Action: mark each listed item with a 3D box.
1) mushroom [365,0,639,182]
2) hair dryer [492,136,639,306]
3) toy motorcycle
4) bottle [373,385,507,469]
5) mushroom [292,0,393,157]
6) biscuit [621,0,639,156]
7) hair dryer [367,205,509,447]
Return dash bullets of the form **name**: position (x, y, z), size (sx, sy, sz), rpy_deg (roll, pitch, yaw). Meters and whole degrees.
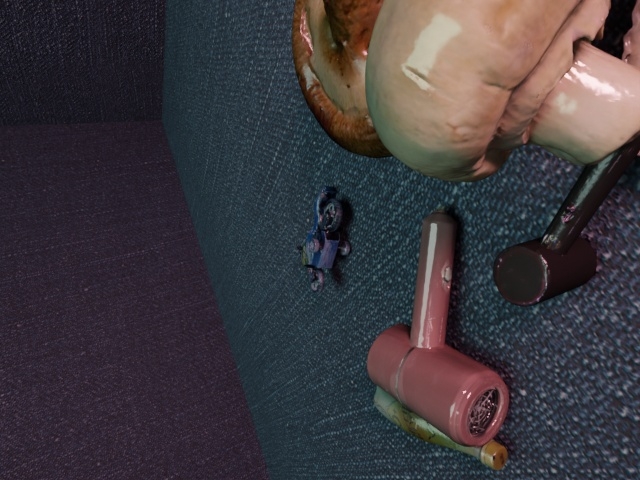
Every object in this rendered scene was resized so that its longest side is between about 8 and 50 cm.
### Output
- **mushroom**: position (0.174, -0.156, 0.349), size (0.234, 0.260, 0.254), rpy_deg (34, 177, 19)
- **hair dryer**: position (0.279, -0.042, 0.428), size (0.070, 0.114, 0.248), rpy_deg (48, 136, 42)
- **toy motorcycle**: position (0.000, 0.000, 0.983), size (0.136, 0.092, 0.255), rpy_deg (-125, 44, -53)
- **bottle**: position (0.204, 0.326, 0.731), size (0.269, 0.083, 0.083), rpy_deg (9, 108, 58)
- **mushroom**: position (0.089, -0.291, 0.599), size (0.345, 0.238, 0.346), rpy_deg (-175, 90, -75)
- **biscuit**: position (0.342, -0.141, 0.349), size (0.188, 0.040, 0.266), rpy_deg (-32, 73, 59)
- **hair dryer**: position (0.192, 0.121, 0.658), size (0.210, 0.125, 0.353), rpy_deg (19, 110, 57)
